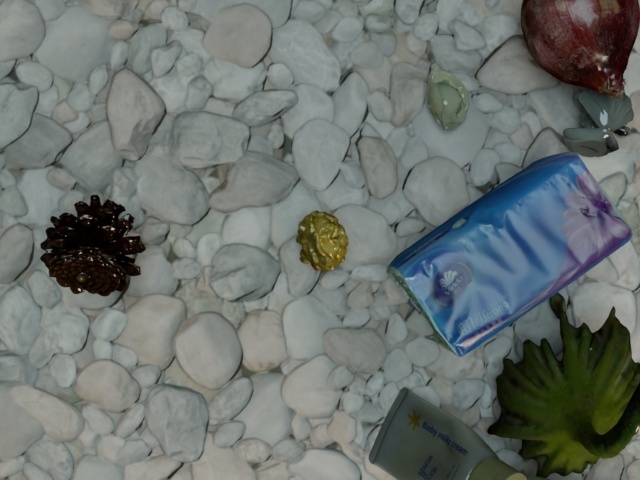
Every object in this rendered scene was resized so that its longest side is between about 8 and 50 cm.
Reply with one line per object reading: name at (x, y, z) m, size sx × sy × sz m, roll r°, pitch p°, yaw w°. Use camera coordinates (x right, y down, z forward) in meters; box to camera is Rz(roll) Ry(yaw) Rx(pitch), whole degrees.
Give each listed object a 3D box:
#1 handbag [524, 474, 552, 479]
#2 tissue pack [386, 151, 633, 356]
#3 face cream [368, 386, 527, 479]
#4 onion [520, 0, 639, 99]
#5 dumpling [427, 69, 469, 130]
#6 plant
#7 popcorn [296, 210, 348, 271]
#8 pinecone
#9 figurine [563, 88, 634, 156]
handbag at (0.321, 0.428, 1.202) m, size 0.256 × 0.079 × 0.219 m, roll 15°, pitch 110°, yaw -11°
tissue pack at (0.230, 0.016, 1.180) m, size 0.263 × 0.198 × 0.146 m, roll -35°, pitch 89°, yaw 0°
face cream at (0.155, 0.281, 1.187) m, size 0.224 × 0.070 × 0.114 m, roll 24°, pitch 88°, yaw 46°
onion at (0.347, -0.266, 1.205) m, size 0.159 × 0.159 × 0.195 m, roll -17°, pitch 76°, yaw 0°
dumpling at (0.178, -0.192, 1.268) m, size 0.059 × 0.043 × 0.077 m, roll -17°, pitch 72°, yaw -17°
plant at (0.290, 0.206, 1.121) m, size 0.180 × 0.333 × 0.251 m, roll 21°, pitch 101°, yaw 16°
popcorn at (0.000, 0.000, 1.246) m, size 0.057 × 0.083 × 0.082 m, roll -27°, pitch 124°, yaw -29°
pinecone at (-0.298, 0.006, 1.223) m, size 0.140 × 0.140 × 0.121 m, roll 2°, pitch 63°, yaw 1°
figurine at (0.381, -0.164, 1.255) m, size 0.094 × 0.082 × 0.086 m, roll 17°, pitch 71°, yaw -9°
